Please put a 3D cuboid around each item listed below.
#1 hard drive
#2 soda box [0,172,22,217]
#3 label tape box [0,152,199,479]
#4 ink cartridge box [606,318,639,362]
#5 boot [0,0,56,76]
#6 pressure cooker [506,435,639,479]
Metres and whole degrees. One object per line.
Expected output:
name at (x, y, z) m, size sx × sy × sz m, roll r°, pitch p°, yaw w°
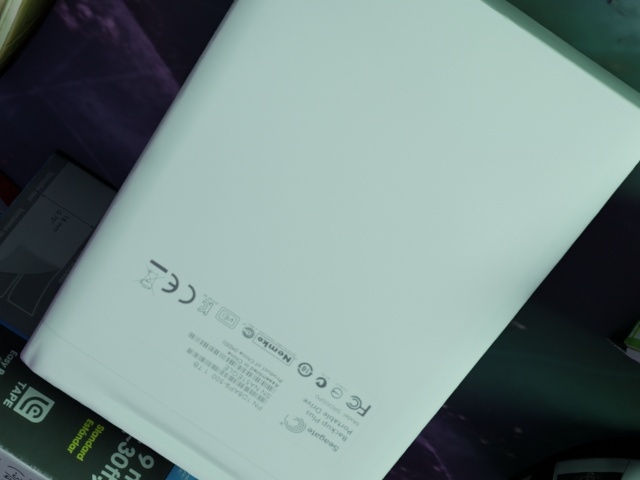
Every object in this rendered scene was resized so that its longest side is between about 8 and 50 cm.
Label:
hard drive at (0.000, 0.000, 0.792) m, size 0.233 × 0.047 × 0.353 m, roll 34°, pitch 114°, yaw -3°
soda box at (-0.300, -0.031, 1.168) m, size 0.169 × 0.053 × 0.060 m, roll 45°, pitch 145°, yaw -20°
label tape box at (-0.145, 0.119, 1.065) m, size 0.334 × 0.240 × 0.106 m, roll 33°, pitch 146°, yaw -2°
ink cartridge box at (0.282, 0.070, 0.791) m, size 0.189 × 0.097 × 0.255 m, roll 29°, pitch -179°, yaw 5°
boot at (-0.276, -0.183, 0.926) m, size 0.165 × 0.077 × 0.213 m, roll 42°, pitch 149°, yaw -11°
pressure cooker at (0.213, 0.341, 0.924) m, size 0.375 × 0.420 × 0.370 m, roll -34°, pitch 91°, yaw 33°
